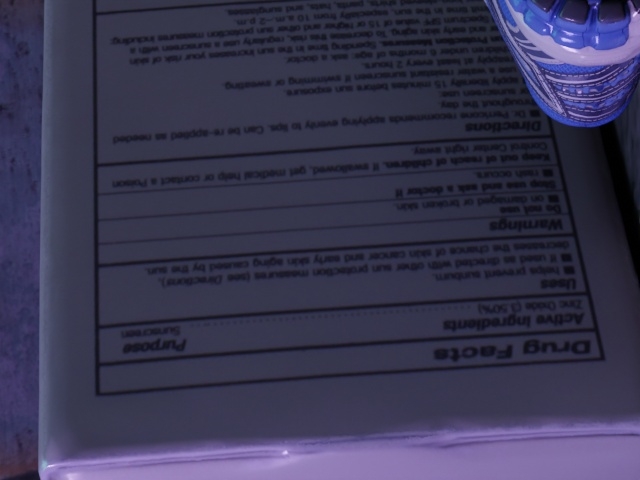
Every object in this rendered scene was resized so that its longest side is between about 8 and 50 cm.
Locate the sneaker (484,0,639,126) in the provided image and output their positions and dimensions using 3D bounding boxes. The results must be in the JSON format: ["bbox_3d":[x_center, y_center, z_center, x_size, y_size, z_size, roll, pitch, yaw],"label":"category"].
[{"bbox_3d":[0.050,-0.082,0.457,0.058,0.052,0.135,84,180,-51],"label":"sneaker"}]

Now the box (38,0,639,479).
[{"bbox_3d":[0.000,0.000,0.545,0.127,0.149,0.232,90,175,-50],"label":"box"}]
